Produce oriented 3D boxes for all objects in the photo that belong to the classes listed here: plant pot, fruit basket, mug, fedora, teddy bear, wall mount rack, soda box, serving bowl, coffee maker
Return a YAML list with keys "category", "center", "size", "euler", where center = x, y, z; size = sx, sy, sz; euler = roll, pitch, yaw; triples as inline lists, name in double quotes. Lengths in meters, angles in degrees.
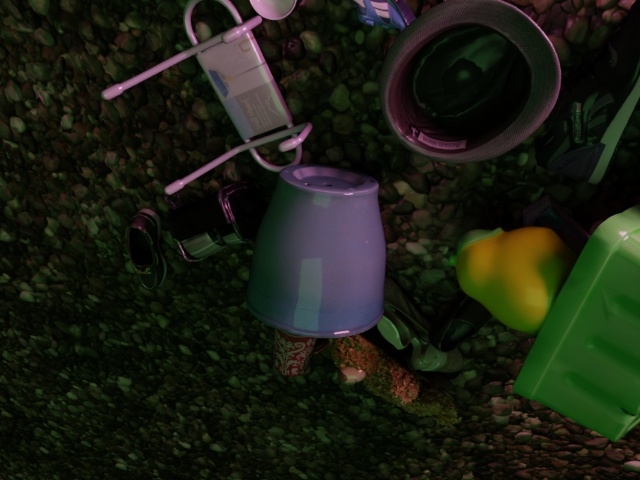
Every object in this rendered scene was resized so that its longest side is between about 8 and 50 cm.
- category: "plant pot"
  center: [0.000, 0.000, 1.015]
  size: [0.271, 0.272, 0.255]
  euler: [10, 112, 11]
- category: "fruit basket"
  center: [0.416, 0.085, 0.894]
  size: [0.392, 0.282, 0.392]
  euler: [29, 127, 48]
- category: "mug"
  center: [-0.043, 0.241, 1.282]
  size: [0.150, 0.113, 0.169]
  euler: [17, 131, 8]
- category: "fedora"
  center: [0.224, -0.250, 0.835]
  size: [0.243, 0.124, 0.275]
  euler: [37, 135, -7]
- category: "teddy bear"
  center: [0.158, 0.319, 1.219]
  size: [0.338, 0.245, 0.113]
  euler: [36, 88, -32]
- category: "wall mount rack"
  center: [-0.194, -0.237, 0.976]
  size: [0.304, 0.130, 0.350]
  euler: [-14, 118, 27]
- category: "soda box"
  center: [0.446, 0.003, 0.982]
  size: [0.183, 0.063, 0.058]
  euler: [41, 126, -12]
- category: "serving bowl"
  center: [-0.075, -0.404, 0.883]
  size: [0.083, 0.027, 0.083]
  euler: [9, 127, 12]
- category: "coffee maker"
  center: [-0.224, -0.054, 1.110]
  size: [0.178, 0.120, 0.171]
  euler: [-20, 119, 36]

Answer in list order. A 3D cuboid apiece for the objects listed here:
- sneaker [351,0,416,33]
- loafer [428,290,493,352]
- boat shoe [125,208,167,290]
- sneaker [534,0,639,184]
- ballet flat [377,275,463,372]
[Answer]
- category: "sneaker"
  center: [0.095, -0.356, 0.849]
  size: [0.144, 0.053, 0.059]
  euler: [43, 125, -4]
- category: "loafer"
  center: [0.308, 0.151, 1.095]
  size: [0.080, 0.078, 0.220]
  euler: [34, 107, -8]
- category: "boat shoe"
  center: [-0.414, 0.035, 1.278]
  size: [0.081, 0.069, 0.228]
  euler: [13, 127, 9]
- category: "sneaker"
  center: [0.404, -0.218, 0.817]
  size: [0.124, 0.107, 0.283]
  euler: [16, 128, 14]
- category: "ballet flat"
  center: [0.196, 0.214, 1.186]
  size: [0.316, 0.106, 0.107]
  euler: [44, 125, -15]
